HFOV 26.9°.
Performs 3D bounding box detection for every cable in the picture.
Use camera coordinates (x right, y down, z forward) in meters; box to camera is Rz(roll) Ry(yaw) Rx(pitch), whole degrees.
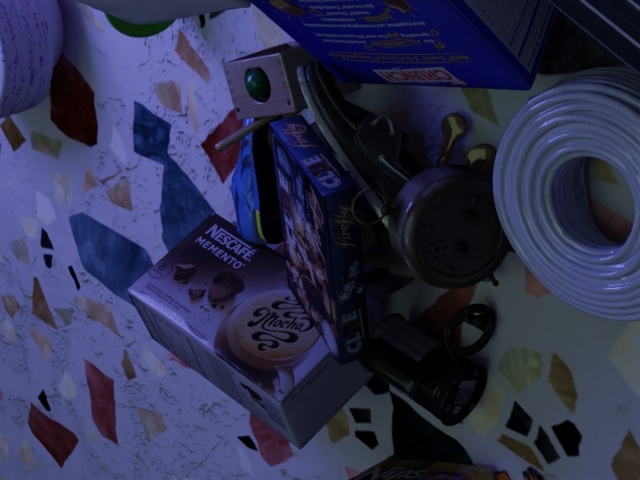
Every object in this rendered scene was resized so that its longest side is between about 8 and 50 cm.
[{"bbox_3d":[0.287,-0.040,1.322,0.257,0.089,0.257,57,140,10],"label":"cable"}]

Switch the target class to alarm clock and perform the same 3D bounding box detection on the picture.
[{"bbox_3d":[0.123,-0.017,1.425,0.064,0.192,0.129,-122,47,-70],"label":"alarm clock"}]

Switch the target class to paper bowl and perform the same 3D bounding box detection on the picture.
[{"bbox_3d":[-0.493,-0.327,2.001,0.284,0.148,0.284,24,126,38],"label":"paper bowl"}]

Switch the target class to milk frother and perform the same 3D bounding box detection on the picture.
[{"bbox_3d":[0.130,0.122,1.592,0.135,0.129,0.143,32,87,34],"label":"milk frother"}]

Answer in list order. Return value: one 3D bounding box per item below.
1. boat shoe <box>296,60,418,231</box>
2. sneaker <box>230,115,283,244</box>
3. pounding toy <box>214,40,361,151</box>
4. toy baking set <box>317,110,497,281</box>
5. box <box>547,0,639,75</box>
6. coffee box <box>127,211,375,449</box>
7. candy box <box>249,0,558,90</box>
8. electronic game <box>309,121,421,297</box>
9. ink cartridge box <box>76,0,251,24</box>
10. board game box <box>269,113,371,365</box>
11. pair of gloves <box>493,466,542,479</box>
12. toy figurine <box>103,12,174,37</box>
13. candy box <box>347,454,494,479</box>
[{"bbox_3d":[0.058,-0.106,1.465,0.079,0.084,0.233,-34,99,14],"label":"boat shoe"},{"bbox_3d":[-0.086,-0.098,1.711,0.082,0.069,0.209,13,110,43],"label":"sneaker"},{"bbox_3d":[-0.047,-0.176,1.585,0.130,0.141,0.100,-2,108,49],"label":"pounding toy"},{"bbox_3d":[0.104,-0.050,1.531,0.256,0.030,0.196,3,103,26],"label":"toy baking set"},{"bbox_3d":[0.377,-0.243,1.043,0.296,0.183,0.294,46,136,24],"label":"box"},{"bbox_3d":[-0.085,0.110,1.734,0.297,0.168,0.119,32,155,34],"label":"coffee box"},{"bbox_3d":[0.042,-0.277,1.314,0.268,0.122,0.317,8,158,45],"label":"candy box"},{"bbox_3d":[0.040,-0.040,1.630,0.229,0.048,0.229,16,118,34],"label":"electronic game"},{"bbox_3d":[-0.195,-0.447,1.382,0.160,0.279,0.384,0,83,35],"label":"ink cartridge box"},{"bbox_3d":[0.000,0.000,1.533,0.165,0.042,0.243,-126,23,-49],"label":"board game box"},{"bbox_3d":[0.245,0.310,1.612,0.083,0.010,0.074,-20,94,52],"label":"pair of gloves"},{"bbox_3d":[-0.261,-0.372,1.764,0.159,0.130,0.173,34,111,45],"label":"toy figurine"},{"bbox_3d":[0.119,0.319,1.675,0.187,0.109,0.053,-1,107,52],"label":"candy box"}]
